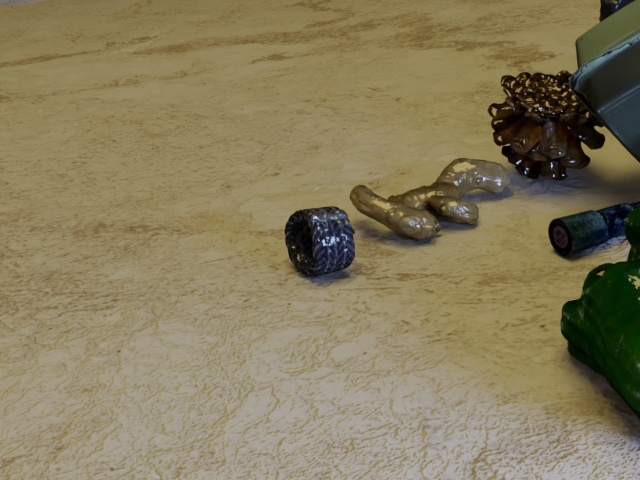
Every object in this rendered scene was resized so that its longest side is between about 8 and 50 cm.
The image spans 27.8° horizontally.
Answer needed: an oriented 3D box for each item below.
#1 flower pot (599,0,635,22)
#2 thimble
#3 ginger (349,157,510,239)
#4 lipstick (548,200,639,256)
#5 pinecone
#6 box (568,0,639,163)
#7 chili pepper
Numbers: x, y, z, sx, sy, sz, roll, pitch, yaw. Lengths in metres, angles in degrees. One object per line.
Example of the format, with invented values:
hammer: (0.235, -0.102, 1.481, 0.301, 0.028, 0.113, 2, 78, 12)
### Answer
flower pot: (0.666, -0.396, 2.225, 0.283, 0.299, 0.299, -13, 25, -30)
thimble: (-0.001, 0.001, 1.783, 0.066, 0.095, 0.104, -9, -13, -27)
ginger: (0.180, -0.058, 1.900, 0.258, 0.065, 0.149, -11, 37, -22)
lipstick: (0.423, -0.031, 1.792, 0.234, 0.053, 0.053, -15, 26, -27)
pinecone: (0.344, -0.174, 1.963, 0.179, 0.195, 0.150, 17, 74, 17)
box: (0.505, -0.207, 1.827, 0.220, 0.290, 0.166, -30, 40, 30)
chili pepper: (0.381, 0.071, 1.437, 0.213, 0.167, 0.385, -5, 24, 0)
